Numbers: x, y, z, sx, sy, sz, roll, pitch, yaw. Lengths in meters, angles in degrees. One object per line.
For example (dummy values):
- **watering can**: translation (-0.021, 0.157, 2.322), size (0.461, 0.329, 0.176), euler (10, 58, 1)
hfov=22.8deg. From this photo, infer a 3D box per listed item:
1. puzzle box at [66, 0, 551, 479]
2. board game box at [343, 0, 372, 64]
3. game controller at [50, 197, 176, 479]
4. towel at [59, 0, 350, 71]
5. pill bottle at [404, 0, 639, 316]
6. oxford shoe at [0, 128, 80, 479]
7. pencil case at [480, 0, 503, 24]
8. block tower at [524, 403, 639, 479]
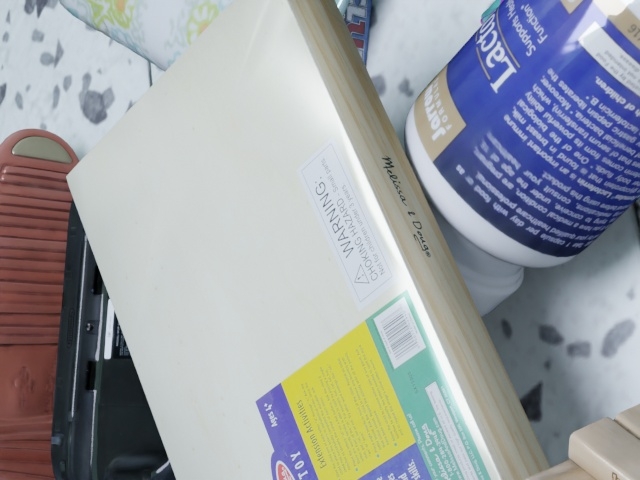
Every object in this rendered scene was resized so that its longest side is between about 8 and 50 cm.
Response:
- **puzzle box**: translation (-0.022, 0.059, 1.063), size (0.272, 0.052, 0.409), euler (-39, 65, 38)
- **board game box**: translation (-0.037, -0.102, 1.326), size (0.165, 0.042, 0.243), euler (1, 83, 48)
- **game controller**: translation (-0.168, 0.081, 1.428), size (0.166, 0.067, 0.319), euler (-1, 82, 31)
- **towel**: translation (-0.062, -0.316, 1.312), size (0.320, 0.090, 0.374), euler (35, 103, 49)
- **pill bottle**: translation (0.150, -0.077, 1.032), size (0.265, 0.153, 0.153), euler (-48, 50, 30)
- **oxford shoe**: translation (-0.308, 0.092, 1.518), size (0.146, 0.140, 0.397), euler (-4, 78, 53)
- **pencil case**: translation (0.179, -0.188, 1.084), size (0.064, 0.070, 0.152), euler (38, 119, -3)
- **block tower**: translation (0.163, 0.256, 0.887), size (0.097, 0.091, 0.336), euler (39, 138, 47)
